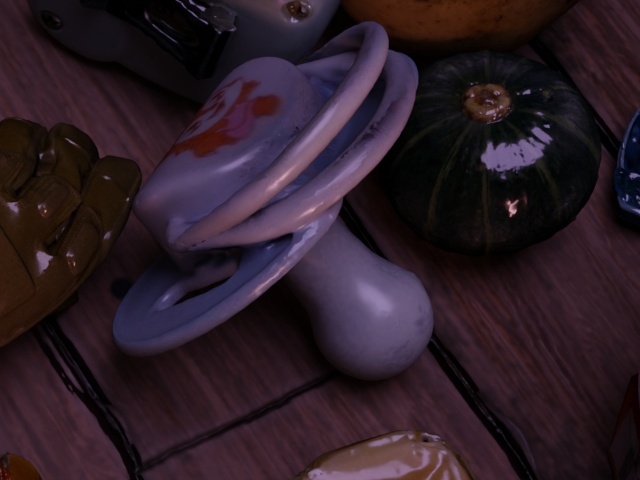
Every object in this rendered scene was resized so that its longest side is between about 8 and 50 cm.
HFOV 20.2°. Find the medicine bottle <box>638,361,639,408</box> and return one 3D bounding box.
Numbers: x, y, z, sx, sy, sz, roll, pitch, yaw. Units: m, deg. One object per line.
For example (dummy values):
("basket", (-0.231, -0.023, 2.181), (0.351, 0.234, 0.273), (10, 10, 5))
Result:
("medicine bottle", (0.362, 0.067, 1.136), (0.252, 0.241, 0.253), (8, 56, -13))

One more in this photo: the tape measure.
("tape measure", (-0.102, -0.211, 1.290), (0.246, 0.243, 0.125), (27, 57, 1))

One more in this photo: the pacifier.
("pacifier", (0.000, 0.000, 1.228), (0.233, 0.244, 0.299), (51, 47, -22))

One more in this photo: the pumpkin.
("pumpkin", (0.126, -0.064, 1.342), (0.167, 0.125, 0.167), (-1, 39, 1))

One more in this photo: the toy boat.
("toy boat", (0.269, -0.069, 1.429), (0.060, 0.061, 0.137), (25, 54, -1))

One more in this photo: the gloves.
("gloves", (-0.257, 0.014, 1.154), (0.331, 0.141, 0.154), (-28, 94, -22))

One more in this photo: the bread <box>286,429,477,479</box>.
("bread", (0.061, 0.247, 1.135), (0.136, 0.107, 0.241), (-16, 64, -23))

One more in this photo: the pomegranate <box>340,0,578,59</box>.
("pomegranate", (0.105, -0.279, 1.394), (0.281, 0.281, 0.281), (8, 57, -13))

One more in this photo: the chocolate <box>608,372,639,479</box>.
("chocolate", (0.332, 0.209, 1.247), (0.234, 0.108, 0.237), (-3, 58, -18))

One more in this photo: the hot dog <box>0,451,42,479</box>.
("hot dog", (-0.210, 0.234, 1.085), (0.092, 0.062, 0.236), (7, 58, -18))
